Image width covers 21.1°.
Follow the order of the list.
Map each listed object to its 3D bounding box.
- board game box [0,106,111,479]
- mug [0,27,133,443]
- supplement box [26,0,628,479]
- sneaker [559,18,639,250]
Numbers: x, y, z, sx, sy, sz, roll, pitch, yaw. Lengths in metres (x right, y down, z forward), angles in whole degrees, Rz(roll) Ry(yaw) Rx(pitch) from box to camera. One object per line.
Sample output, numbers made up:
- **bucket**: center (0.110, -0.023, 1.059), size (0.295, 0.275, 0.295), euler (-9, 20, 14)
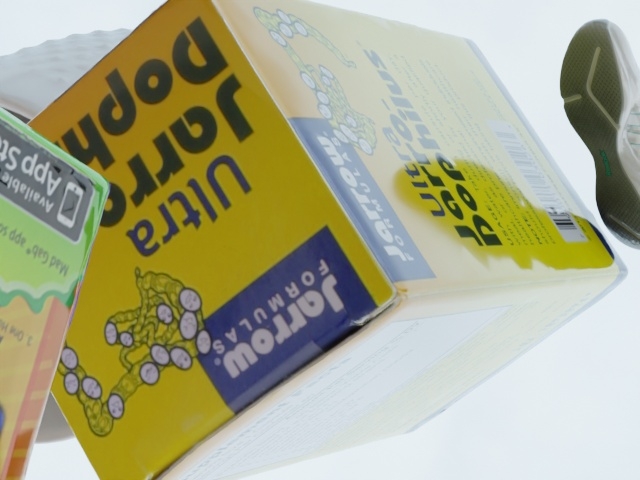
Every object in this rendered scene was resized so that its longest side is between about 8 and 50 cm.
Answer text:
- **board game box**: center (-0.357, 0.069, 0.595), size (0.356, 0.356, 0.356), euler (-1, -115, 36)
- **mug**: center (-0.206, -0.015, 1.389), size (0.374, 0.328, 0.276), euler (-23, -82, 32)
- **supplement box**: center (0.000, 0.000, 0.986), size (0.194, 0.356, 0.195), euler (-38, -106, 22)
- **sneaker**: center (0.192, -0.072, 1.065), size (0.061, 0.152, 0.054), euler (-34, -150, -27)
